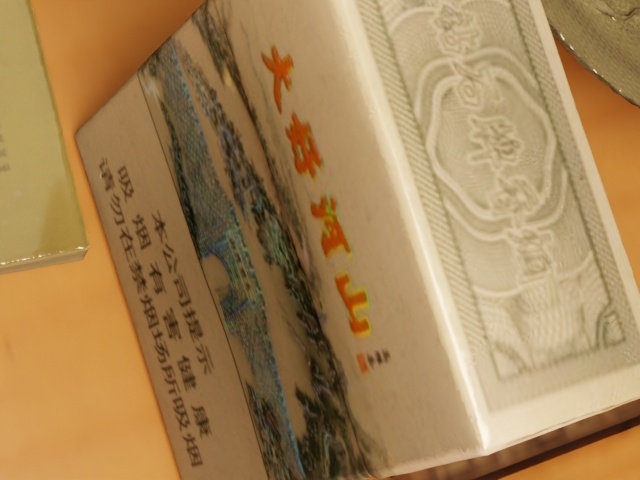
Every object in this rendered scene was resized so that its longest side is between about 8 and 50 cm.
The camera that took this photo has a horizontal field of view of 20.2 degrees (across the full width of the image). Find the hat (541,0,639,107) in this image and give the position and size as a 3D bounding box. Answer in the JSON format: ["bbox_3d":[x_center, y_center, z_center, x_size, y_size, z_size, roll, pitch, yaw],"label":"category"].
[{"bbox_3d":[0.151,-0.153,0.788,0.252,0.110,0.252,5,78,-23],"label":"hat"}]

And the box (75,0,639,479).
[{"bbox_3d":[0.000,0.000,0.615,0.069,0.256,0.164,-16,84,-25],"label":"box"}]

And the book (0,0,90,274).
[{"bbox_3d":[-0.190,-0.072,0.692,0.168,0.013,0.192,-11,82,-22],"label":"book"}]
